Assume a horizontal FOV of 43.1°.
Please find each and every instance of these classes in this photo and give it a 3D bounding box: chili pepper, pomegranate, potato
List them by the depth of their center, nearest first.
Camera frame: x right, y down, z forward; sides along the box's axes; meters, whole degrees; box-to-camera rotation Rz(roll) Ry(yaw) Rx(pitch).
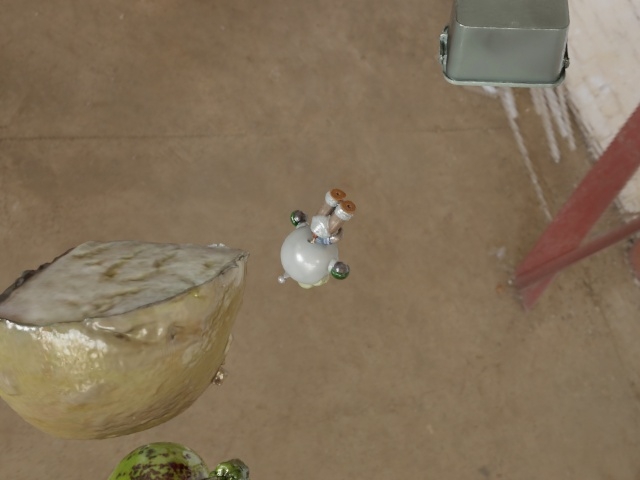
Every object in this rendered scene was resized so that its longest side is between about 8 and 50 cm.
[{"bbox_3d":[-0.191,0.141,0.829,0.211,0.264,0.189,7,32,10],"label":"potato"},{"bbox_3d":[-0.128,0.352,1.162,0.072,0.204,0.073,34,75,12],"label":"chili pepper"},{"bbox_3d":[-0.221,0.448,1.278,0.277,0.221,0.204,19,21,16],"label":"pomegranate"}]

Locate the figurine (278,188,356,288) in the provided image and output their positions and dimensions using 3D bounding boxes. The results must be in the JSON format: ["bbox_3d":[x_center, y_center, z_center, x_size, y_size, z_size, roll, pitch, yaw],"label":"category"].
[{"bbox_3d":[0.001,0.000,1.319,0.094,0.197,0.147,-9,54,-51],"label":"figurine"}]

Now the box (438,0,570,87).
[{"bbox_3d":[0.172,-0.194,0.746,0.123,0.069,0.084,2,57,5],"label":"box"}]
